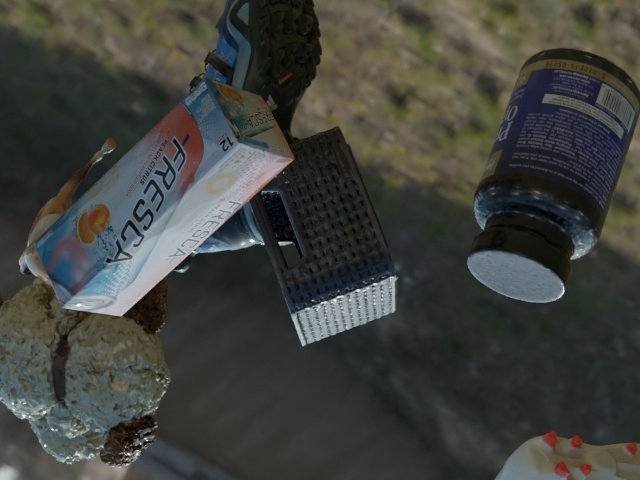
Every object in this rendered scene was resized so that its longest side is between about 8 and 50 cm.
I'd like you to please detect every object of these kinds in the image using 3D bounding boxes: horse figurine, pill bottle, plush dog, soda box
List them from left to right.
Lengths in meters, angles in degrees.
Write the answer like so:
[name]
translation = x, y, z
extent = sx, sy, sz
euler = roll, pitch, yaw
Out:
[horse figurine]
translation = -0.250, -0.011, 1.740
extent = 0.066, 0.174, 0.263
euler = 43, -178, -21
[plush dog]
translation = -0.272, 0.138, 1.933
extent = 0.225, 0.262, 0.211
euler = 4, 180, 32
[soda box]
translation = -0.106, -0.026, 1.132
extent = 0.063, 0.183, 0.058
euler = 13, -138, -52
[pill bottle]
translation = 0.214, -0.059, 1.572
extent = 0.123, 0.219, 0.123
euler = 18, 155, 9

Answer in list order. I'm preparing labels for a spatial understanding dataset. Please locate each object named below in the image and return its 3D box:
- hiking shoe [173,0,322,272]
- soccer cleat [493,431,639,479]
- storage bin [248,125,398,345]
[hiking shoe]
translation = -0.080, -0.129, 1.483
extent = 0.132, 0.304, 0.113
euler = -14, 146, 27
[soccer cleat]
translation = 0.218, 0.193, 1.320
extent = 0.196, 0.068, 0.076
euler = 16, 135, -31
[storage bin]
translation = 0.000, 0.000, 1.287
extent = 0.180, 0.084, 0.122
euler = 82, 168, -77
